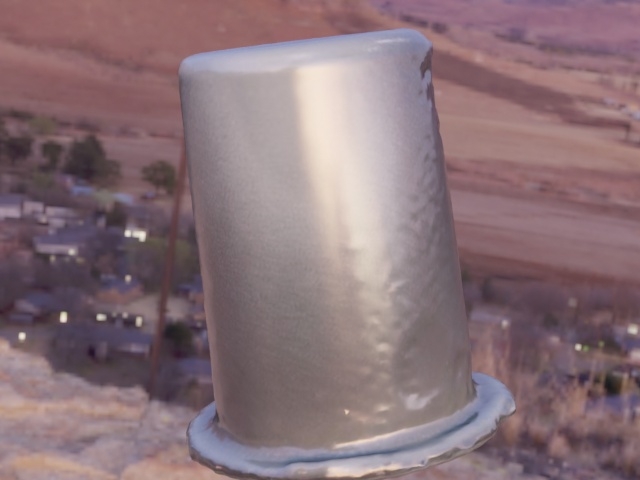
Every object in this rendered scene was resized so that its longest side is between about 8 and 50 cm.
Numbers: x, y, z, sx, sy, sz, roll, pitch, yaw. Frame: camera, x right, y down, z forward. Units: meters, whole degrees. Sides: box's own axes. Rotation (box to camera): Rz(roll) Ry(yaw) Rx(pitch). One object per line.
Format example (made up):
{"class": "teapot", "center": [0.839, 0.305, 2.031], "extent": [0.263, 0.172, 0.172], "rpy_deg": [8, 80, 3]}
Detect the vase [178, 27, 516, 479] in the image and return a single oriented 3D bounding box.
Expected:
{"class": "vase", "center": [0.000, 0.000, 0.863], "extent": [0.245, 0.291, 0.245], "rpy_deg": [-8, 9, 1]}
